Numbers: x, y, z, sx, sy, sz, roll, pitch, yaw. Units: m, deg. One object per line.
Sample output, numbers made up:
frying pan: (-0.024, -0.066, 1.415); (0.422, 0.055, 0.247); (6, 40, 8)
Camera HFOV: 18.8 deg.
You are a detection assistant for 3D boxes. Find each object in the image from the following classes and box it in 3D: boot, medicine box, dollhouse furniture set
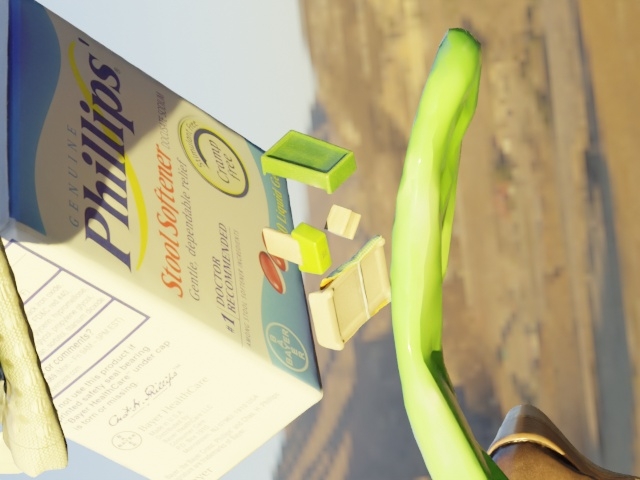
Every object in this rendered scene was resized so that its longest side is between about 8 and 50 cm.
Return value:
boot: (0.233, 0.271, 1.651); (0.248, 0.090, 0.207); (40, -151, -15)
medicine box: (-0.161, 0.004, 1.431); (0.289, 0.149, 0.263); (33, -149, -34)
dollhouse furniture set: (0.000, 0.000, 1.374); (0.076, 0.058, 0.151); (-45, -41, -35)

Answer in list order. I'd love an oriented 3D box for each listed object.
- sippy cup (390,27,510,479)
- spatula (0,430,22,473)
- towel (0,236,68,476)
sippy cup: (0.188, -0.001, 0.423); (0.240, 0.305, 0.224); (13, 102, 63)
spatula: (-0.344, 0.231, 1.680); (0.019, 0.168, 0.242); (44, -166, 29)
towel: (-0.232, -0.063, 1.000); (0.312, 0.056, 0.324); (43, 152, 55)
